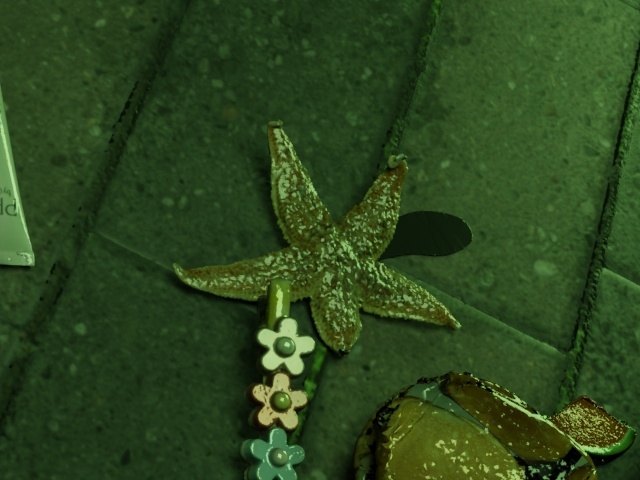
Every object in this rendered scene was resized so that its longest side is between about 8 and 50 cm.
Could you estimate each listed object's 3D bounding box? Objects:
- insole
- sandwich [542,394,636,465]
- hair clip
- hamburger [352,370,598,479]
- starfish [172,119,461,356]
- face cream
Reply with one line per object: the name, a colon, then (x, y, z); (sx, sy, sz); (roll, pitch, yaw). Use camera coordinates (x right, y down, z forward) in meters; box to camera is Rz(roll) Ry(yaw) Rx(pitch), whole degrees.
insole: (0.087, -0.002, 1.877); (0.153, 0.002, 0.053); (-12, 67, -33)
sandwich: (0.258, 0.186, 1.836); (0.101, 0.026, 0.069); (-22, 68, -39)
hair clip: (-0.038, 0.134, 1.673); (0.062, 0.056, 0.214); (9, 64, -18)
hamburger: (0.132, 0.225, 1.694); (0.231, 0.107, 0.231); (11, 57, -17)
starfish: (-0.002, 0.001, 1.801); (0.295, 0.048, 0.231); (6, 70, -21)
face cream: (-0.311, -0.091, 1.691); (0.092, 0.058, 0.243); (3, 66, -32)
